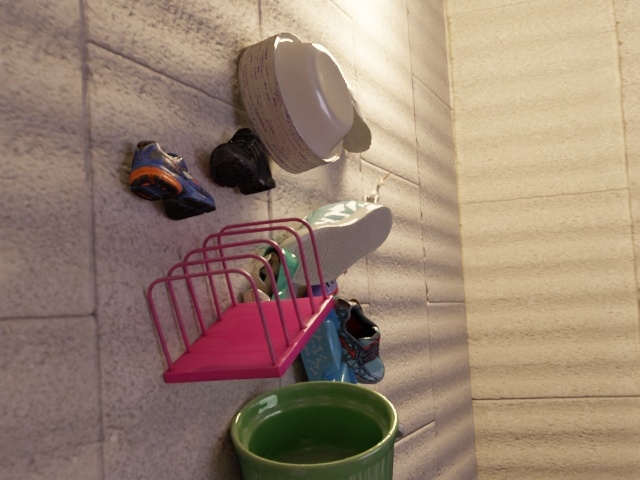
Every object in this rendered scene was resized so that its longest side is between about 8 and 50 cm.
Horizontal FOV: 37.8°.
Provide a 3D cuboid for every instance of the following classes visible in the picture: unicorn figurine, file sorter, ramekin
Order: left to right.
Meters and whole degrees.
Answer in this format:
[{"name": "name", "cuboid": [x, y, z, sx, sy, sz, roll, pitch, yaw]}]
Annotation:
[{"name": "file sorter", "cuboid": [-0.129, 0.089, 1.558, 0.290, 0.202, 0.182, -48, 128, -64]}, {"name": "ramekin", "cuboid": [-0.007, 0.391, 1.696, 0.303, 0.303, 0.148, -49, 138, -64]}, {"name": "unicorn figurine", "cuboid": [0.156, -0.106, 2.626, 0.111, 0.060, 0.162, -61, 157, -58]}]

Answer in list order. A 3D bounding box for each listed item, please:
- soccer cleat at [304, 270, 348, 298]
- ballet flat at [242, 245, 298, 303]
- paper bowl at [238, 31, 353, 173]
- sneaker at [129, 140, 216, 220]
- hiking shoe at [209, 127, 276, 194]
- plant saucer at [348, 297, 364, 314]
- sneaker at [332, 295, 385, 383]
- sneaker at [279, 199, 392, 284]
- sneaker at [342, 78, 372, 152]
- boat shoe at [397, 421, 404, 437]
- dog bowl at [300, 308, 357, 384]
[{"name": "soccer cleat", "cuboid": [0.005, 0.072, 2.138, 0.095, 0.083, 0.248, 56, 29, -12]}, {"name": "ballet flat", "cuboid": [-0.110, 0.104, 1.812, 0.087, 0.083, 0.247, 40, 41, -23]}, {"name": "paper bowl", "cuboid": [-0.035, -0.290, 1.914, 0.284, 0.148, 0.284, 46, 35, -46]}, {"name": "sneaker", "cuboid": [-0.231, -0.096, 1.503, 0.221, 0.083, 0.087, 46, 35, -65]}, {"name": "hiking shoe", "cuboid": [-0.155, -0.158, 1.749, 0.227, 0.086, 0.114, 36, 39, -73]}, {"name": "plant saucer", "cuboid": [0.073, 0.243, 2.323, 0.198, 0.036, 0.198, -5, 90, -70]}, {"name": "sneaker", "cuboid": [0.089, 0.242, 2.169, 0.104, 0.125, 0.262, -51, 121, -31]}, {"name": "sneaker", "cuboid": [0.000, 0.000, 2.079, 0.366, 0.150, 0.135, -20, 116, -47]}, {"name": "sneaker", "cuboid": [0.077, -0.326, 2.415, 0.235, 0.090, 0.094, 67, 17, -44]}, {"name": "boat shoe", "cuboid": [0.169, 0.459, 2.465, 0.226, 0.083, 0.075, 53, 38, -55]}, {"name": "dog bowl", "cuboid": [0.019, 0.283, 2.059, 0.166, 0.074, 0.297, -77, 153, -67]}]
